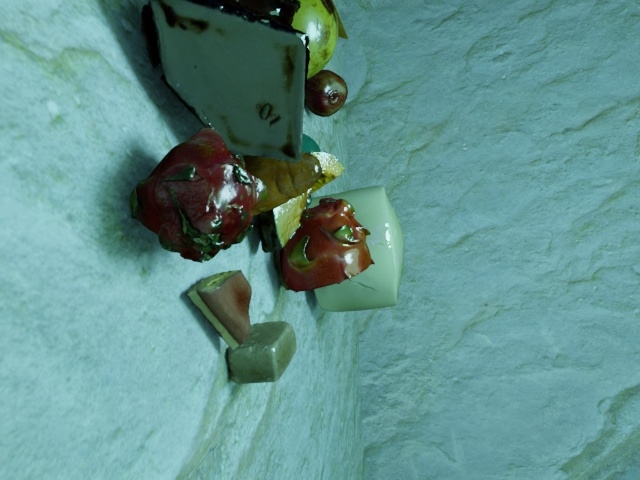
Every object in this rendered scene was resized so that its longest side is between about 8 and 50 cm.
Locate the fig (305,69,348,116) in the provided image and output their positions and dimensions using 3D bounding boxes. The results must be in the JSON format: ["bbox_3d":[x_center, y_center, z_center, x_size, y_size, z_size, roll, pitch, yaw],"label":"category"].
[{"bbox_3d":[0.012,-0.630,1.876,0.205,0.205,0.205,-5,90,-78],"label":"fig"}]

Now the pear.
[{"bbox_3d":[-0.087,-0.549,1.134,0.283,0.283,0.284,-5,90,-78],"label":"pear"}]

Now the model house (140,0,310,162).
[{"bbox_3d":[-0.176,-0.337,0.836,0.297,0.317,0.282,-65,-146,37],"label":"model house"}]

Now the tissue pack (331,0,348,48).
[{"bbox_3d":[-0.051,-0.680,1.391,0.246,0.136,0.159,-19,86,-53],"label":"tissue pack"}]

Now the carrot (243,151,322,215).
[{"bbox_3d":[-0.105,-0.135,0.996,0.159,0.225,0.159,-9,90,-81],"label":"carrot"}]

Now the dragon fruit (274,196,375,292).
[{"bbox_3d":[0.000,0.000,1.312,0.305,0.305,0.226,-54,131,-72],"label":"dragon fruit"}]

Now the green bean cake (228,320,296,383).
[{"bbox_3d":[-0.126,0.245,0.992,0.179,0.109,0.085,-39,123,-76],"label":"green bean cake"}]

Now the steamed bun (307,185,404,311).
[{"bbox_3d":[0.125,0.039,1.647,0.290,0.371,0.456,-16,97,-77],"label":"steamed bun"}]

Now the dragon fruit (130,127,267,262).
[{"bbox_3d":[-0.182,-0.050,0.717,0.269,0.198,0.200,93,-14,-68],"label":"dragon fruit"}]

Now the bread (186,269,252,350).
[{"bbox_3d":[-0.185,0.117,0.861,0.192,0.067,0.119,72,25,-43],"label":"bread"}]

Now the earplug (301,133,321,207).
[{"bbox_3d":[-0.087,-0.211,1.362,0.257,0.164,0.280,-60,173,30],"label":"earplug"}]

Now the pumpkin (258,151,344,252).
[{"bbox_3d":[-0.096,-0.129,1.178,0.312,0.169,0.148,-51,122,-25],"label":"pumpkin"}]

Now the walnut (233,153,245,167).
[{"bbox_3d":[-0.195,-0.151,0.892,0.092,0.092,0.092,-5,90,-78],"label":"walnut"}]
